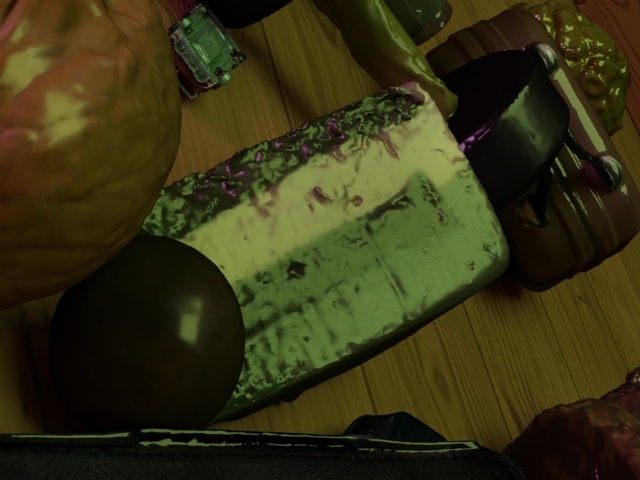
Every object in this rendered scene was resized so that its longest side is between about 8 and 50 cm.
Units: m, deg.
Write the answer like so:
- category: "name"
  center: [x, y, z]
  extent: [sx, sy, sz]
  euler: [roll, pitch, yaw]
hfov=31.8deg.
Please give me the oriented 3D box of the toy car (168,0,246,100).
- category: "toy car"
  center: [-0.092, -0.151, 0.877]
  extent: [0.059, 0.035, 0.122]
  euler: [53, 16, -14]

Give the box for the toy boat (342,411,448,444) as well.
- category: "toy boat"
  center: [0.034, 0.164, 0.699]
  extent: [0.092, 0.103, 0.246]
  euler: [64, 14, -3]

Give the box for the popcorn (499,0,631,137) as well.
- category: "popcorn"
  center: [0.309, -0.216, 1.547]
  extent: [0.237, 0.206, 0.251]
  euler: [38, 16, -11]

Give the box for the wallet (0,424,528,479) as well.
- category: "wallet"
  center: [-0.019, 0.160, 0.493]
  extent: [0.318, 0.045, 0.172]
  euler: [5, 47, -28]

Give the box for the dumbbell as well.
- category: "dumbbell"
  center: [0.052, -0.175, 0.978]
  extent: [0.322, 0.204, 0.203]
  euler: [51, 25, -19]

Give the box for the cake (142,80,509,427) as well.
- category: "cake"
  center: [-0.004, 0.002, 0.708]
  extent: [0.158, 0.172, 0.284]
  euler: [60, 26, 8]

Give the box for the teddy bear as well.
- category: "teddy bear"
  center: [0.289, 0.228, 0.960]
  extent: [0.223, 0.246, 0.296]
  euler: [5, 13, -27]

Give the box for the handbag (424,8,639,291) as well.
- category: "handbag"
  center: [0.223, -0.102, 1.207]
  extent: [0.301, 0.149, 0.283]
  euler: [64, -1, 5]

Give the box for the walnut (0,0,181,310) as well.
- category: "walnut"
  center: [-0.147, -0.057, 0.509]
  extent: [0.165, 0.165, 0.197]
  euler: [51, 17, -18]

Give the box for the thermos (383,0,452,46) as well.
- category: "thermos"
  center: [0.047, -0.323, 1.225]
  extent: [0.265, 0.146, 0.176]
  euler: [54, 17, -26]

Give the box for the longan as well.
- category: "longan"
  center: [-0.089, 0.045, 0.565]
  extent: [0.106, 0.106, 0.119]
  euler: [33, 27, -45]
